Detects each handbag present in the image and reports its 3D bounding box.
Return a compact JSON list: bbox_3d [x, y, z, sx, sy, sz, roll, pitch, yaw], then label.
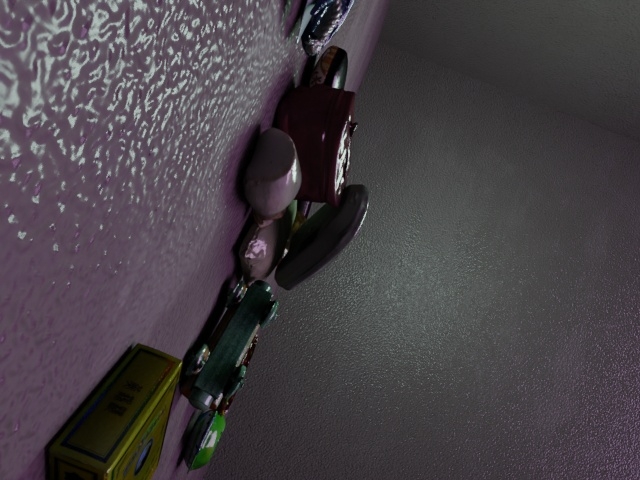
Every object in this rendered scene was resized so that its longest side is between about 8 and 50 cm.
[{"bbox_3d":[-0.002,-0.176,0.816,0.146,0.135,0.225,-69,166,-49],"label":"handbag"}]

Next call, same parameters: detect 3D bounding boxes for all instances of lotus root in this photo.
[{"bbox_3d":[-0.092,-0.015,1.253,0.209,0.120,0.120,-72,-178,-48],"label":"lotus root"}]

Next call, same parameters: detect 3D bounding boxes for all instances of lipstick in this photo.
[{"bbox_3d":[-0.095,-0.042,1.411,0.081,0.081,0.300,-67,179,-65],"label":"lipstick"}]

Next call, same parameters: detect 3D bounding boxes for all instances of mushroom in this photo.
[{"bbox_3d":[-0.080,-0.086,0.725,0.225,0.093,0.116,99,-10,-63],"label":"mushroom"}]

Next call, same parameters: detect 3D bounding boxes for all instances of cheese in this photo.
[{"bbox_3d":[-0.334,0.567,1.239,0.320,0.083,0.204,115,-1,-58],"label":"cheese"}]

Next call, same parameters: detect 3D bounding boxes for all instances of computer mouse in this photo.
[{"bbox_3d":[0.006,0.003,0.965,0.331,0.095,0.197,-37,-154,48],"label":"computer mouse"}]

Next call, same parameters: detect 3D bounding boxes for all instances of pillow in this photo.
[{"bbox_3d":[-0.108,-0.030,0.984,0.274,0.076,0.281,105,5,-65],"label":"pillow"}]

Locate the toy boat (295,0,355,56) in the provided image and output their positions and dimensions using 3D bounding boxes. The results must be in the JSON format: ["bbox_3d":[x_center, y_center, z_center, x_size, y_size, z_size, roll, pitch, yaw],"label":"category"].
[{"bbox_3d":[-0.002,-0.333,0.554,0.210,0.070,0.292,104,10,-48],"label":"toy boat"}]

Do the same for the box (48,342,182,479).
[{"bbox_3d":[-0.227,0.242,0.476,0.141,0.064,0.220,-66,176,-61],"label":"box"}]

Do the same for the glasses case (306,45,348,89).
[{"bbox_3d":[-0.008,-0.274,0.958,0.321,0.082,0.122,113,0,-51],"label":"glasses case"}]

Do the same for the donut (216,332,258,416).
[{"bbox_3d":[-0.243,0.340,1.139,0.235,0.089,0.235,20,90,-90],"label":"donut"}]

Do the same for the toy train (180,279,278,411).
[{"bbox_3d":[-0.188,0.213,0.883,0.177,0.116,0.285,-51,-168,53],"label":"toy train"}]
